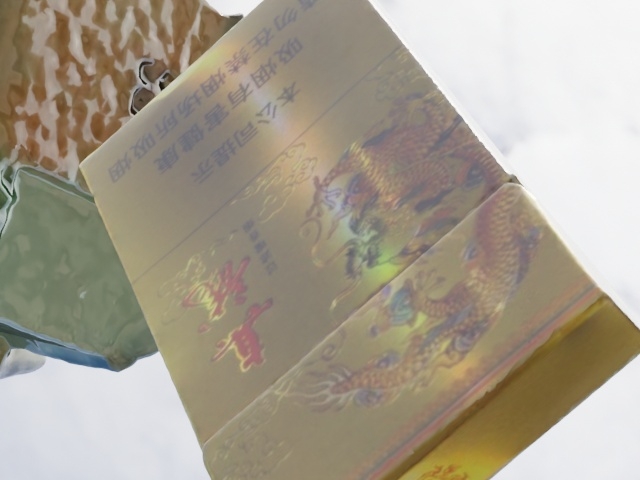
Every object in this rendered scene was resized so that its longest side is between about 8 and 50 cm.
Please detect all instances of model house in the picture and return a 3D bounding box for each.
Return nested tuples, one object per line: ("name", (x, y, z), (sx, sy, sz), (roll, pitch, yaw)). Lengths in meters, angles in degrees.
("model house", (-0.145, -0.038, 0.965), (0.325, 0.194, 0.267), (28, -107, -50))

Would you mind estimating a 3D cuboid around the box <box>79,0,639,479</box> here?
("box", (0.000, 0.000, 0.377), (0.089, 0.156, 0.022), (-41, -52, 10))
